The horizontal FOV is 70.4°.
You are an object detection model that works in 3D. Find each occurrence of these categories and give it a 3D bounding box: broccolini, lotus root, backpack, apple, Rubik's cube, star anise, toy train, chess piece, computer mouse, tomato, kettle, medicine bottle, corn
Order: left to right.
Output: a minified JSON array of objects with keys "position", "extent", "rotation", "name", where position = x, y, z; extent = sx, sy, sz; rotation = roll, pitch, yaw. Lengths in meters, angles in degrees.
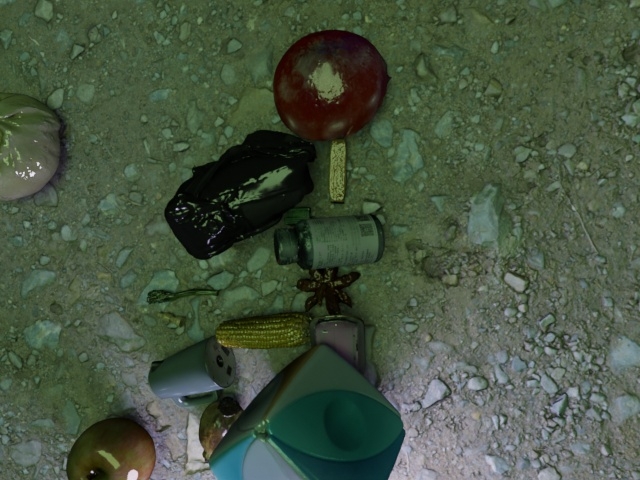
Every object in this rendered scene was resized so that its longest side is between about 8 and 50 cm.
[{"position":[-0.641,0.683,1.423],"extent":[0.256,0.234,0.257],"rotation":[0,90,11],"name":"apple"},{"position":[-0.489,0.253,1.476],"extent":[0.092,0.035,0.035],"rotation":[15,95,13],"name":"chess piece"},{"position":[-0.444,0.175,1.462],"extent":[0.238,0.051,0.054],"rotation":[-6,135,6],"name":"broccolini"},{"position":[-0.393,0.428,1.425],"extent":[0.243,0.160,0.211],"rotation":[-22,117,18],"name":"kettle"},{"position":[-0.315,0.588,1.413],"extent":[0.138,0.138,0.214],"rotation":[30,98,8],"name":"lotus root"},{"position":[-0.207,-0.146,1.264],"extent":[0.445,0.363,0.255],"rotation":[-24,112,-1],"name":"backpack"},{"position":[-0.163,0.276,1.374],"extent":[0.317,0.115,0.115],"rotation":[-9,91,12],"name":"corn"},{"position":[-0.066,-0.072,1.378],"extent":[0.093,0.038,0.057],"rotation":[-2,86,11],"name":"toy train"},{"position":[-0.033,0.534,1.192],"extent":[0.351,0.347,0.352],"rotation":[47,130,0],"name":"Rubik's cube"},{"position":[0.020,0.128,1.339],"extent":[0.196,0.111,0.212],"rotation":[-42,56,-12],"name":"star anise"},{"position":[0.020,0.005,1.260],"extent":[0.292,0.141,0.142],"rotation":[-5,92,-16],"name":"medicine bottle"},{"position":[0.025,-0.435,1.233],"extent":[0.334,0.176,0.290],"rotation":[-4,74,10],"name":"tomato"},{"position":[0.051,0.317,1.308],"extent":[0.158,0.072,0.311],"rotation":[-3,126,4],"name":"computer mouse"}]

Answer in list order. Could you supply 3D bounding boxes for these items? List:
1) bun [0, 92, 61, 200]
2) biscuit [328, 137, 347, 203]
[{"position":[-1.027,-0.304,1.455],"extent":[0.364,0.219,0.366],"rotation":[0,90,13],"name":"bun"},{"position":[0.054,-0.203,1.339],"extent":[0.052,0.056,0.188],"rotation":[3,95,12],"name":"biscuit"}]
